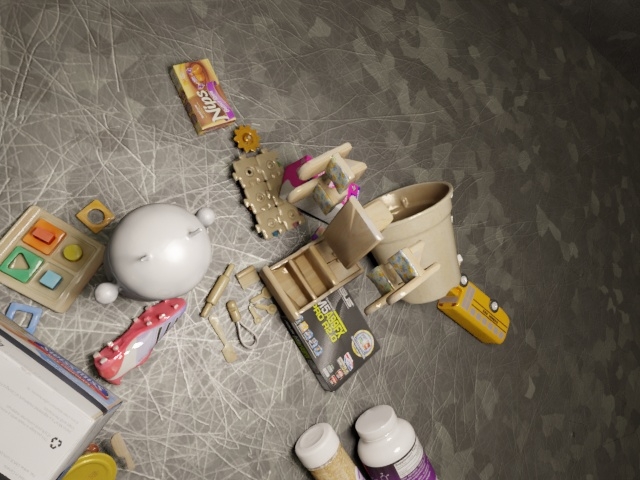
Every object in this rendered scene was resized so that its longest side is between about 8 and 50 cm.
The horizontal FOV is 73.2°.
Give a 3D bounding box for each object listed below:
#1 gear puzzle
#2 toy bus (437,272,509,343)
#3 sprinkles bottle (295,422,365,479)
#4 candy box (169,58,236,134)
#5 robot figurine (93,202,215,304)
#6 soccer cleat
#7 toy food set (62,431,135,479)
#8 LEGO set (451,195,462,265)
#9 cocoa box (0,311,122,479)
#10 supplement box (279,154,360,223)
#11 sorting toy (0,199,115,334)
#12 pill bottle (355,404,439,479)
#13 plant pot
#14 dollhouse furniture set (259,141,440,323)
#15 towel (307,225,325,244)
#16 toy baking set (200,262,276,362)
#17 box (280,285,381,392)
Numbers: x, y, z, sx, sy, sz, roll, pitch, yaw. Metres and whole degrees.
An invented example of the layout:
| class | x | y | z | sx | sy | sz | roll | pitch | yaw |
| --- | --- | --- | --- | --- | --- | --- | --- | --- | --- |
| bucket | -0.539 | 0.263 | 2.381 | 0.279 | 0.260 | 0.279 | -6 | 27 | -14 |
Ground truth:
| class | x | y | z | sx | sy | sz | roll | pitch | yaw |
| --- | --- | --- | --- | --- | --- | --- | --- | --- | --- |
| gear puzzle | -0.177 | -0.175 | 1.265 | 0.175 | 0.044 | 0.339 | -27 | 97 | -37 |
| toy bus | 0.540 | 0.240 | 1.572 | 0.332 | 0.108 | 0.130 | 37 | 68 | -21 |
| sprinkles bottle | 0.067 | 0.692 | 1.218 | 0.121 | 0.121 | 0.355 | -36 | 101 | -29 |
| candy box | -0.329 | -0.402 | 1.209 | 0.109 | 0.053 | 0.187 | -27 | 94 | -31 |
| robot figurine | -0.361 | 0.033 | 0.944 | 0.200 | 0.353 | 0.300 | 50 | 61 | -14 |
| soccer cleat | -0.424 | 0.237 | 1.046 | 0.248 | 0.083 | 0.095 | -43 | 133 | -33 |
| toy food set | -0.528 | 0.512 | 0.943 | 0.217 | 0.071 | 0.128 | -33 | 122 | -28 |
| LEGO set | 0.412 | -0.032 | 1.540 | 0.107 | 0.132 | 0.287 | -9 | 93 | -22 |
| cocoa box | -0.594 | 0.305 | 0.783 | 0.347 | 0.228 | 0.231 | 37 | 73 | -3 |
| supplement box | 0.001 | -0.145 | 1.299 | 0.220 | 0.114 | 0.111 | 25 | 64 | -33 |
| sorting toy | -0.615 | 0.040 | 0.975 | 0.196 | 0.047 | 0.348 | 36 | 66 | -20 |
| pill bottle | 0.228 | 0.664 | 1.279 | 0.181 | 0.181 | 0.323 | -30 | 97 | -30 |
| plant pot | 0.296 | 0.018 | 1.374 | 0.333 | 0.333 | 0.306 | -34 | 111 | -30 |
| dollhouse furniture set | 0.021 | 0.037 | 1.092 | 0.256 | 0.394 | 0.362 | -31 | 81 | -24 |
| towel | 0.000 | 0.000 | 1.357 | 0.060 | 0.009 | 0.083 | 46 | 64 | -17 |
| toy baking set | -0.224 | 0.193 | 1.184 | 0.196 | 0.030 | 0.256 | 39 | 65 | -19 |
| box | 0.035 | 0.279 | 1.301 | 0.216 | 0.060 | 0.270 | -34 | 99 | -28 |
